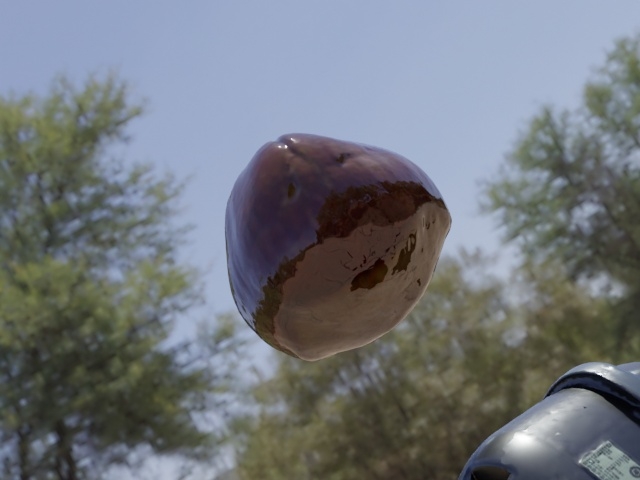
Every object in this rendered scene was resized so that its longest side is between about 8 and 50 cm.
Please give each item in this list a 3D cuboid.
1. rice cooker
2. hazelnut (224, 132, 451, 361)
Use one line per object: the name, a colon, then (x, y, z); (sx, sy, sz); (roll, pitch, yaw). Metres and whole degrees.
rice cooker: (0.235, 0.243, 1.111); (0.224, 0.267, 0.267); (-29, -10, -29)
hazelnut: (0.000, 0.000, 1.300); (0.229, 0.229, 0.229); (-28, -11, -6)
